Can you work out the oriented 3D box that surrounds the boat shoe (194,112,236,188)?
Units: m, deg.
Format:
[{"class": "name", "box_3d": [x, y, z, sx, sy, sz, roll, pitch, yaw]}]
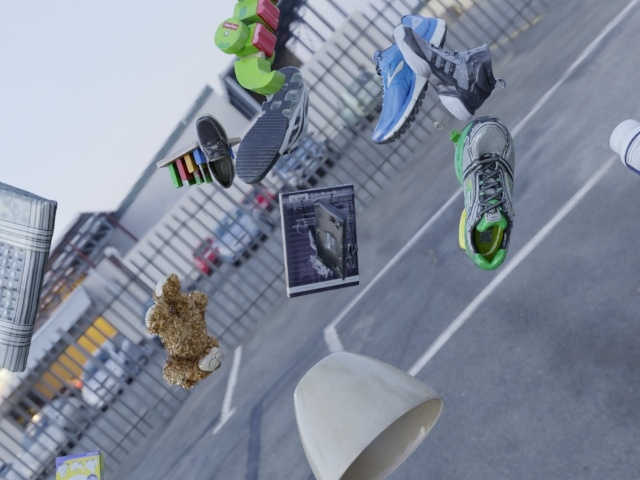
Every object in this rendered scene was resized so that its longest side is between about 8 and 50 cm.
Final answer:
[{"class": "boat shoe", "box_3d": [-0.191, -0.165, 1.441, 0.056, 0.152, 0.049, -22, 37, 1]}]

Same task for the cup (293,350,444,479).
[{"class": "cup", "box_3d": [0.076, 0.387, 1.729, 0.331, 0.237, 0.331, -32, -31, -23]}]

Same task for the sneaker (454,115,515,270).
[{"class": "sneaker", "box_3d": [0.371, -0.098, 1.671, 0.134, 0.343, 0.146, -6, 18, 0]}]

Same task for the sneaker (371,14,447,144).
[{"class": "sneaker", "box_3d": [0.189, -0.393, 1.887, 0.130, 0.147, 0.330, 1, -69, -80]}]

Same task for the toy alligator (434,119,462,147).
[{"class": "toy alligator", "box_3d": [0.346, -0.233, 1.842, 0.056, 0.190, 0.051, -47, 42, 33]}]

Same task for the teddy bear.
[{"class": "teddy bear", "box_3d": [-0.330, 0.232, 1.913, 0.113, 0.338, 0.245, -7, 28, 13]}]

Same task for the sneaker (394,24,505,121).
[{"class": "sneaker", "box_3d": [0.296, -0.409, 1.738, 0.153, 0.268, 0.101, -38, 12, 23]}]

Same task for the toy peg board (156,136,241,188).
[{"class": "toy peg board", "box_3d": [-0.297, -0.194, 1.962, 0.161, 0.079, 0.161, -20, -2, 39]}]

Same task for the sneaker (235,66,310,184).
[{"class": "sneaker", "box_3d": [-0.096, -0.256, 1.910, 0.123, 0.146, 0.330, 9, 63, 30]}]

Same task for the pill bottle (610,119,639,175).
[{"class": "pill bottle", "box_3d": [0.621, -0.160, 1.436, 0.094, 0.094, 0.169, -46, 39, 9]}]

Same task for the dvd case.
[{"class": "dvd case", "box_3d": [0.000, 0.000, 1.618, 0.165, 0.221, 0.018, -9, 13, -22]}]

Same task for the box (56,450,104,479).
[{"class": "box", "box_3d": [-0.550, 0.583, 1.775, 0.105, 0.179, 0.043, -10, -24, -3]}]

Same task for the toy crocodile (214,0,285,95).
[{"class": "toy crocodile", "box_3d": [-0.124, -0.433, 1.477, 0.105, 0.115, 0.340, -12, 67, 30]}]

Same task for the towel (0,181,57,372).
[{"class": "towel", "box_3d": [-0.612, 0.035, 1.273, 0.056, 0.324, 0.312, -55, -19, -76]}]

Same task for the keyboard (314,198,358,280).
[{"class": "keyboard", "box_3d": [0.034, 0.005, 1.506, 0.023, 0.108, 0.180, -37, -33, -25]}]
